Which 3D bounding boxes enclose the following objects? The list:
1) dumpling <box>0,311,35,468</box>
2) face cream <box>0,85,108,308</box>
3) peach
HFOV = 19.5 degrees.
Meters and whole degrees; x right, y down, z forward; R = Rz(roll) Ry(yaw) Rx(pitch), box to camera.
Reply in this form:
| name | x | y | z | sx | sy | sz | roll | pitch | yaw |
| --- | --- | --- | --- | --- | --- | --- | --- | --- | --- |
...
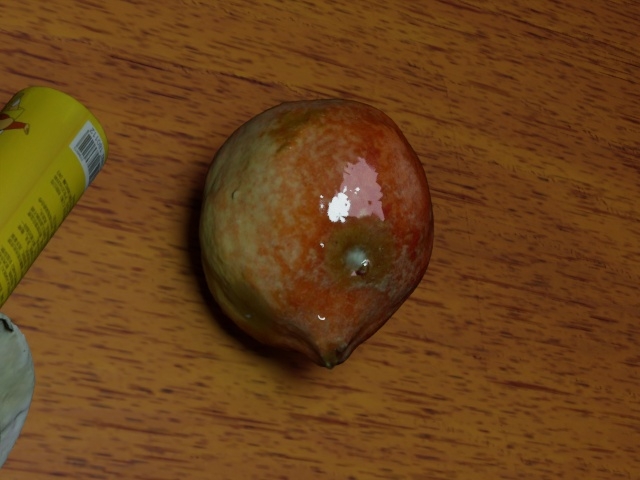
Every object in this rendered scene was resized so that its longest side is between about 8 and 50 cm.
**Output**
| name | x | y | z | sx | sy | sz | roll | pitch | yaw |
| --- | --- | --- | --- | --- | --- | --- | --- | --- | --- |
| dumpling | -0.327 | 0.161 | 1.399 | 0.163 | 0.293 | 0.204 | 28 | 11 | -4 |
| face cream | -0.303 | 0.015 | 1.569 | 0.105 | 0.105 | 0.348 | 41 | 49 | -13 |
| peach | 0.000 | 0.000 | 1.723 | 0.232 | 0.232 | 0.256 | 7 | 53 | -34 |
